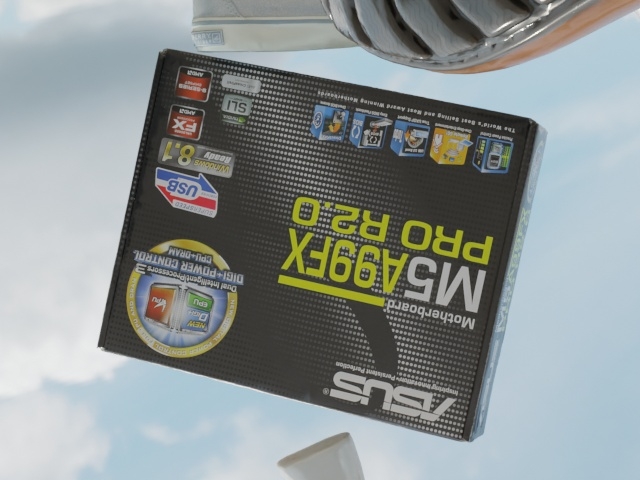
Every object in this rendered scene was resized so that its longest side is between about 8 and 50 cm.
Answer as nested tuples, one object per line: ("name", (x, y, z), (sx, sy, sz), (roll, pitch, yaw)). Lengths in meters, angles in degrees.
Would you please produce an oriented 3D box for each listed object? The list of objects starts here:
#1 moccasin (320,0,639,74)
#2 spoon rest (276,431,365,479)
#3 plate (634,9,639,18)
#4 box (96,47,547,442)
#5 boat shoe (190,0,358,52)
("moccasin", (0.124, -0.164, 0.612), (0.147, 0.139, 0.380), (-22, -179, -35))
("spoon rest", (0.032, 0.233, 0.906), (0.137, 0.084, 0.276), (-24, -149, 4))
("plate", (0.316, -0.136, 0.730), (0.278, 0.277, 0.045), (-45, -149, 2))
("box", (0.000, 0.000, 1.007), (0.270, 0.216, 0.060), (13, -179, 16))
("boat shoe", (0.005, -0.176, 1.031), (0.227, 0.081, 0.079), (-13, -165, -43))
